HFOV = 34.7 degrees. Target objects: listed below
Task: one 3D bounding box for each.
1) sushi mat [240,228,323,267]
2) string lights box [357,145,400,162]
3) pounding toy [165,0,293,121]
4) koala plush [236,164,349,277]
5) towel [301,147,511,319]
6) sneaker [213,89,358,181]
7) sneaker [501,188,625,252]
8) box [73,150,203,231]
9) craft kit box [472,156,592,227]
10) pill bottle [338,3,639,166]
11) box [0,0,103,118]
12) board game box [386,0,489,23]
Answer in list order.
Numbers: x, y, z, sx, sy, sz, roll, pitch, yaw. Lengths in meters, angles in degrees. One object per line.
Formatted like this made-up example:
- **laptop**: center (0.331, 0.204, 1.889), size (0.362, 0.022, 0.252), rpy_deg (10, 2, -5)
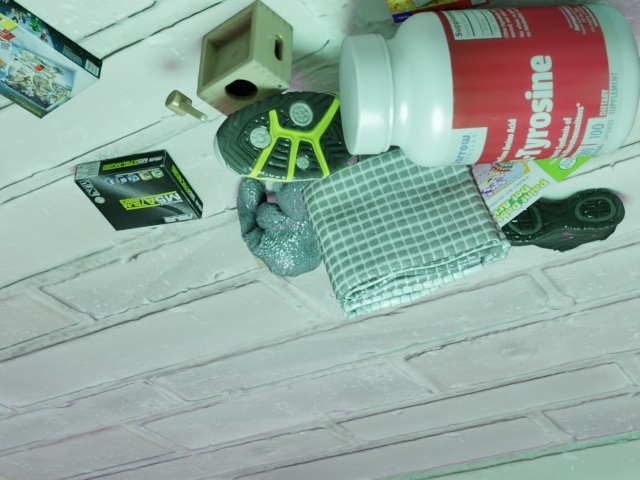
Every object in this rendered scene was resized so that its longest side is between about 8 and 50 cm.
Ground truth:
- **sushi mat**: center (0.000, 0.000, 2.127), size (0.316, 0.019, 0.151), rpy_deg (-6, 147, 12)
- **string lights box**: center (0.134, -0.101, 1.908), size (0.133, 0.077, 0.260), rpy_deg (-1, 147, -1)
- **pounding toy**: center (-0.144, -0.241, 1.608), size (0.206, 0.181, 0.094), rpy_deg (-25, 139, 35)
- **koala plush**: center (-0.039, -0.067, 1.890), size (0.196, 0.203, 0.221), rpy_deg (12, 134, -16)
- **towel**: center (0.130, -0.030, 1.613), size (0.283, 0.235, 0.121), rpy_deg (-20, 143, 1)
- **sneaker**: center (-0.005, -0.165, 1.637), size (0.384, 0.145, 0.147), rpy_deg (-15, 178, -33)
- **sneaker**: center (0.443, -0.022, 2.000), size (0.286, 0.109, 0.130), rpy_deg (-1, 153, 8)
- **box**: center (-0.348, -0.092, 1.975), size (0.190, 0.045, 0.184), rpy_deg (-7, 144, 15)
- **craft kit box**: center (0.313, -0.145, 1.781), size (0.250, 0.061, 0.246), rpy_deg (-40, 135, 19)
- **pill bottle**: center (0.240, -0.227, 1.520), size (0.407, 0.229, 0.229), rpy_deg (-5, 148, -7)
- **box**: center (-0.495, -0.302, 1.655), size (0.159, 0.044, 0.233), rpy_deg (-23, 140, 33)
- **board game box**: center (0.151, -0.406, 1.464), size (0.146, 0.045, 0.193), rpy_deg (-9, 146, 16)
